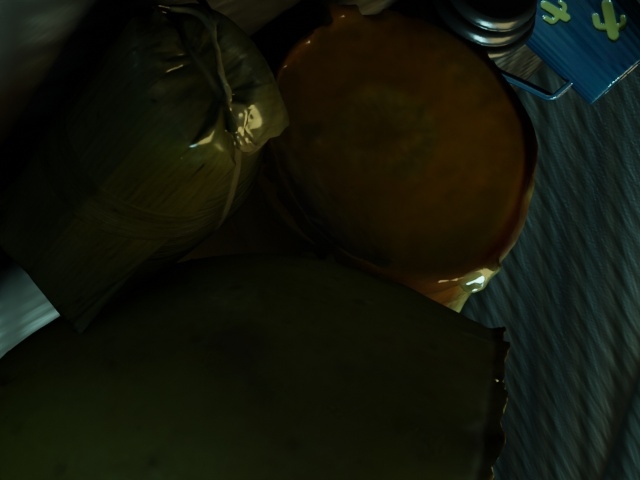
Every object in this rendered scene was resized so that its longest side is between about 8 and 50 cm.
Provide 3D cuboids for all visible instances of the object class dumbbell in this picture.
[{"bbox_3d":[0.101,-0.161,1.278,0.099,0.099,0.208,-39,175,-32],"label":"dumbbell"}]

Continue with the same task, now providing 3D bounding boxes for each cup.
[{"bbox_3d":[0.267,-0.224,1.813,0.176,0.155,0.131,-43,175,10],"label":"cup"}]

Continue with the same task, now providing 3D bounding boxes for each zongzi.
[{"bbox_3d":[-0.044,-0.071,0.819,0.204,0.094,0.205,-36,174,-40],"label":"zongzi"}]

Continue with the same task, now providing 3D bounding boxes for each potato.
[{"bbox_3d":[-0.083,0.203,0.952,0.385,0.319,0.442,-75,180,-66],"label":"potato"}]

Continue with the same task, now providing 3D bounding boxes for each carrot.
[{"bbox_3d":[0.009,-0.007,1.164,0.224,0.224,0.341,-39,176,-29],"label":"carrot"}]
